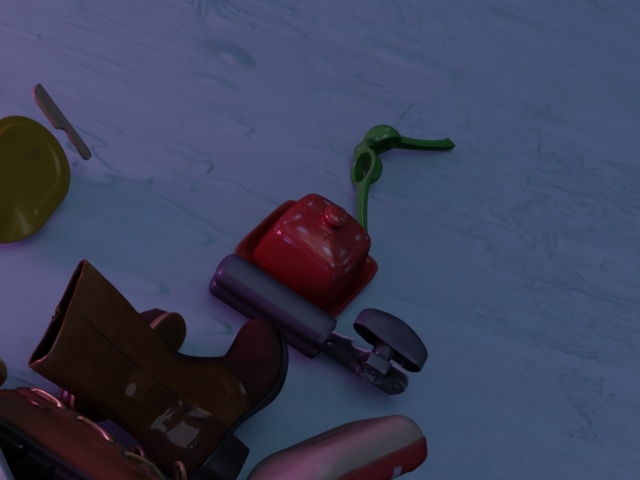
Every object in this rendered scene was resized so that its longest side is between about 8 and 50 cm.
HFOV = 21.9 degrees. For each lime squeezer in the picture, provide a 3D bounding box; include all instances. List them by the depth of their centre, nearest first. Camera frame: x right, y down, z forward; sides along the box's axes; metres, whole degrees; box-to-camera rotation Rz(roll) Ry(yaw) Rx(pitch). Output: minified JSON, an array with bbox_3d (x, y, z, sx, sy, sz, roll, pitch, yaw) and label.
[{"bbox_3d":[0.087,-0.097,2.344,0.110,0.059,0.310,59,39,-16],"label":"lime squeezer"}]

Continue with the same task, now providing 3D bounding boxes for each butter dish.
[{"bbox_3d":[0.000,0.000,2.144,0.160,0.118,0.160,39,44,6],"label":"butter dish"}]

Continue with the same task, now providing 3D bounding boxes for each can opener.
[{"bbox_3d":[0.000,0.096,2.080,0.283,0.076,0.095,33,63,1],"label":"can opener"}]

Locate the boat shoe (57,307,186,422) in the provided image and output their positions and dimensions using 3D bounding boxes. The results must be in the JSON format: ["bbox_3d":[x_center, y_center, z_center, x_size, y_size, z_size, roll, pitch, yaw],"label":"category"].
[{"bbox_3d":[-0.241,0.145,1.919,0.073,0.073,0.207,5,26,32],"label":"boat shoe"}]

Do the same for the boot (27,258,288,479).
[{"bbox_3d":[-0.183,0.123,1.894,0.280,0.096,0.264,42,52,-20],"label":"boot"}]

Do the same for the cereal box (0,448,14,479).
[{"bbox_3d":[-0.399,0.258,1.672,0.173,0.047,0.240,-29,64,-4],"label":"cereal box"}]

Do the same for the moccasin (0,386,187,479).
[{"bbox_3d":[-0.210,0.279,1.753,0.380,0.139,0.147,27,29,21],"label":"moccasin"}]

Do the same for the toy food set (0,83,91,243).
[{"bbox_3d":[-0.382,-0.080,2.046,0.128,0.071,0.218,49,42,-17],"label":"toy food set"}]

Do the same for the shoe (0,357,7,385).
[{"bbox_3d":[-0.446,0.102,1.827,0.219,0.076,0.058,22,49,-8],"label":"shoe"}]

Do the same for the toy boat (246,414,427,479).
[{"bbox_3d":[0.025,0.299,1.894,0.231,0.151,0.151,-18,91,-39],"label":"toy boat"}]
